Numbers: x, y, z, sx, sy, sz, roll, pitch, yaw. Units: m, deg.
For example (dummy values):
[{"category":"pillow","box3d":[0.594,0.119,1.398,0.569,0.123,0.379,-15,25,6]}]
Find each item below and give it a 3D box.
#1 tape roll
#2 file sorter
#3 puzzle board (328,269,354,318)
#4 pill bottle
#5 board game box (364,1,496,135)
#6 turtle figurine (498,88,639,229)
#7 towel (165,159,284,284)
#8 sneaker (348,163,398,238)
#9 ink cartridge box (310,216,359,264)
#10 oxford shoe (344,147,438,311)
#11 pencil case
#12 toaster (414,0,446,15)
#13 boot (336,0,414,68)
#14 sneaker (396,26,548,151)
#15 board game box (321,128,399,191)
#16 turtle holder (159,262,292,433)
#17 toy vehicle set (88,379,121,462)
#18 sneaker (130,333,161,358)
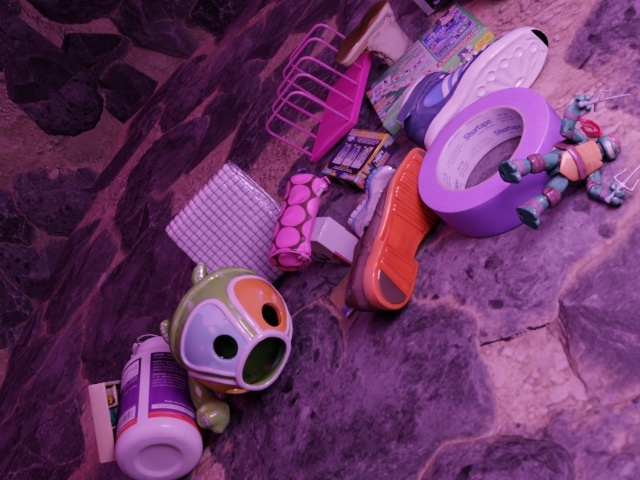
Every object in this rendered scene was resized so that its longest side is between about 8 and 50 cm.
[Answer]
[{"category":"tape roll","box3d":[0.312,-0.143,1.237,0.275,0.090,0.274,-35,35,29]},{"category":"file sorter","box3d":[-0.008,-0.403,1.826,0.202,0.182,0.290,-39,30,49]},{"category":"puzzle board","box3d":[0.076,0.091,1.397,0.128,0.011,0.096,-51,31,4]},{"category":"pill bottle","box3d":[-0.363,0.370,1.543,0.181,0.181,0.323,-43,31,16]},{"category":"board game box","box3d":[0.255,-0.420,1.653,0.317,0.046,0.213,-42,32,18]},{"category":"turtle figurine","box3d":[0.402,-0.121,1.060,0.234,0.175,0.118,-28,-9,-7]},{"category":"towel","box3d":[-0.192,-0.017,1.636,0.235,0.284,0.121,-45,9,7]},{"category":"sneaker","box3d":[0.124,-0.071,1.419,0.082,0.072,0.190,-114,36,-44]},{"category":"ink cartridge box","box3d":[0.000,0.000,1.499,0.151,0.109,0.063,1,62,55]},{"category":"oxford shoe","box3d":[0.131,-0.027,1.323,0.133,0.130,0.363,-19,40,51]},{"category":"pencil case","box3d":[-0.042,-0.040,1.406,0.098,0.095,0.209,-5,58,27]},{"category":"toaster","box3d":[0.309,-0.714,1.824,0.168,0.110,0.185,-37,34,23]},{"category":"boot","box3d":[0.148,-0.487,1.753,0.077,0.165,0.213,14,64,52]},{"category":"sneaker","box3d":[0.293,-0.337,1.424,0.322,0.130,0.236,-50,34,16]},{"category":"board game box","box3d":[0.093,-0.196,1.640,0.141,0.048,0.170,-54,29,-6]},{"category":"turtle holder","box3d":[-0.198,0.221,1.418,0.320,0.243,0.227,-48,46,-9]},{"category":"toy vehicle set","box3d":[-0.470,0.409,1.574,0.267,0.035,0.165,107,151,-80]},{"category":"sneaker","box3d":[-0.472,0.391,1.774,0.118,0.110,0.292,132,159,-74]}]
